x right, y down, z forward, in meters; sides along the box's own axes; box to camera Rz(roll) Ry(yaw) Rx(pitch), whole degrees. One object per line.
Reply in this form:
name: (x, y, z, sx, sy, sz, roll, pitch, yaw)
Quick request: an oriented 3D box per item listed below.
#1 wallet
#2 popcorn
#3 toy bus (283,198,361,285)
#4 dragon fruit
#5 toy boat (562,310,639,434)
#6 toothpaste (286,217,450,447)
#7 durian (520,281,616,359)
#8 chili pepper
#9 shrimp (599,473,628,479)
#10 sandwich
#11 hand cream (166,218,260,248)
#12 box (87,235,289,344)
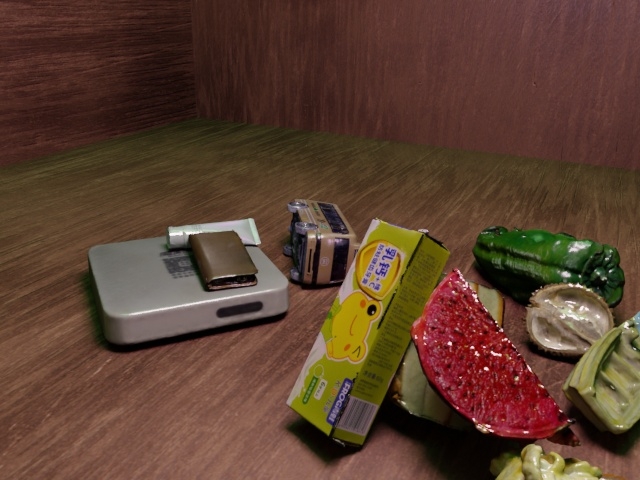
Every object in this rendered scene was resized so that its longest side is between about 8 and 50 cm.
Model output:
wallet: (-0.202, 0.035, 1.235, 0.110, 0.031, 0.198, -6, 29, -21)
popcorn: (0.262, 0.315, 0.712, 0.141, 0.162, 0.136, -13, 50, 28)
toy bus: (0.000, 0.000, 1.450, 0.157, 0.139, 0.289, 2, 18, -10)
dragon fruit: (0.225, 0.191, 0.829, 0.126, 0.161, 0.274, -36, 58, 7)
toy boat: (0.479, 0.214, 0.968, 0.276, 0.084, 0.111, -29, 73, -42)
toothpaste: (0.070, 0.133, 0.895, 0.077, 0.327, 0.110, 30, -7, -39)
durian: (0.472, 0.158, 1.111, 0.188, 0.148, 0.091, 43, 13, 28)
chili pepper: (0.483, 0.059, 1.306, 0.213, 0.167, 0.385, 11, 7, -16)
shrimp: (0.370, 0.340, 0.765, 0.091, 0.025, 0.127, 7, 18, 15)
sandwich: (0.178, 0.182, 0.997, 0.155, 0.227, 0.198, 19, -16, -8)
hand cream: (-0.240, -0.013, 1.349, 0.205, 0.050, 0.078, -6, 51, -22)
box: (-0.291, 0.084, 1.287, 0.367, 0.090, 0.373, -7, 23, -23)
